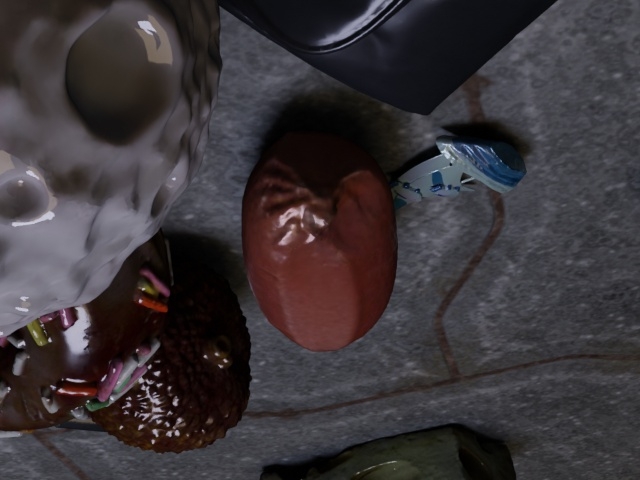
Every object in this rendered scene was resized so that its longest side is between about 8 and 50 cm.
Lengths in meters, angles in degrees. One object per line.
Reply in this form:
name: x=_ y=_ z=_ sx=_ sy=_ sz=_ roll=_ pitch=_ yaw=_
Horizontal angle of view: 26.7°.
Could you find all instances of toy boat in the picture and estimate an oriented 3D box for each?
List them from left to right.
toy boat: x=0.108 y=-0.064 z=1.207 sx=0.149 sy=0.034 sz=0.105 roll=-4 pitch=153 yaw=18

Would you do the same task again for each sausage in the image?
sausage: x=0.000 y=0.000 z=1.177 sx=0.148 sy=0.148 sz=0.254 roll=-6 pitch=144 yaw=-4

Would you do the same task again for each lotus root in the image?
lotus root: x=0.090 y=0.344 z=1.737 sx=0.314 sy=0.142 sz=0.210 roll=-20 pitch=148 yaw=21

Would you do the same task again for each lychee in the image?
lychee: x=-0.153 y=0.105 z=1.268 sx=0.194 sy=0.194 sz=0.194 roll=-6 pitch=148 yaw=-4

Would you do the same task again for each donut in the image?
donut: x=-0.260 y=0.042 z=1.089 sx=0.259 sy=0.136 sz=0.345 roll=49 pitch=133 yaw=-8

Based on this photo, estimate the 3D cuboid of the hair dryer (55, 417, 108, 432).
hair dryer: x=-0.185 y=0.152 z=1.462 sx=0.173 sy=0.050 sz=0.195 roll=6 pitch=141 yaw=-23

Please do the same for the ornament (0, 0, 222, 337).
ornament: x=-0.231 y=-0.099 z=0.764 sx=0.337 sy=0.337 sz=0.337 roll=-6 pitch=148 yaw=-4

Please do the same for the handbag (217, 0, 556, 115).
handbag: x=0.050 y=-0.222 z=0.789 sx=0.275 sy=0.178 sz=0.302 roll=17 pitch=140 yaw=-35
